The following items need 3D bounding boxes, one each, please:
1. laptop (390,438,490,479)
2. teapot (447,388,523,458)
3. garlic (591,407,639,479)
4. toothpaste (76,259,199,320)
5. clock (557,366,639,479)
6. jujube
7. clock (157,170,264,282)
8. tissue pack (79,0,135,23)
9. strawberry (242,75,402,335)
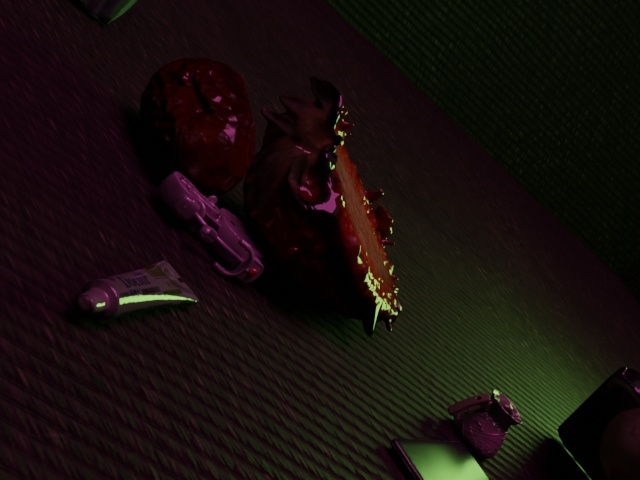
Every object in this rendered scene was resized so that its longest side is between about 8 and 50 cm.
[{"bbox_3d":[0.140,0.252,1.158,0.129,0.016,0.180,55,16,26],"label":"laptop"},{"bbox_3d":[0.185,0.201,1.317,0.083,0.064,0.064,39,16,-28],"label":"teapot"},{"bbox_3d":[0.406,0.314,1.345,0.237,0.210,0.292,21,12,-42],"label":"garlic"},{"bbox_3d":[-0.141,0.039,0.905,0.048,0.029,0.197,49,12,7],"label":"toothpaste"},{"bbox_3d":[0.442,0.308,1.502,0.279,0.049,0.273,52,-21,16],"label":"clock"},{"bbox_3d":[-0.125,-0.118,1.194,0.109,0.112,0.176,37,22,-34],"label":"jujube"},{"bbox_3d":[-0.102,-0.013,1.118,0.129,0.041,0.087,43,11,-33],"label":"clock"},{"bbox_3d":[-0.179,-0.477,1.420,0.162,0.388,0.287,39,17,-22],"label":"tissue pack"},{"bbox_3d":[0.000,0.000,1.266,0.306,0.137,0.233,68,15,-45],"label":"strawberry"}]
